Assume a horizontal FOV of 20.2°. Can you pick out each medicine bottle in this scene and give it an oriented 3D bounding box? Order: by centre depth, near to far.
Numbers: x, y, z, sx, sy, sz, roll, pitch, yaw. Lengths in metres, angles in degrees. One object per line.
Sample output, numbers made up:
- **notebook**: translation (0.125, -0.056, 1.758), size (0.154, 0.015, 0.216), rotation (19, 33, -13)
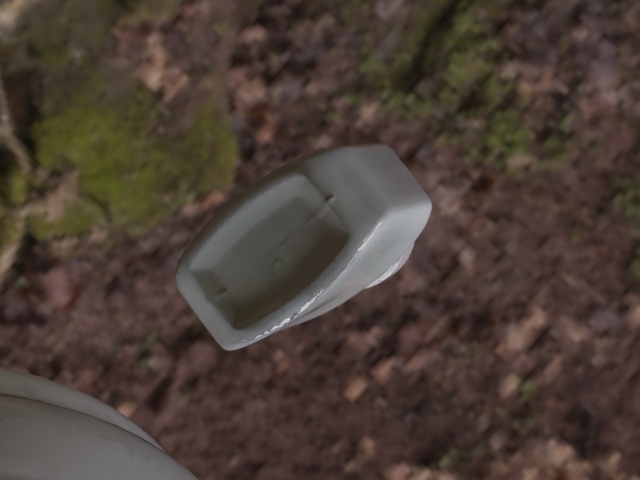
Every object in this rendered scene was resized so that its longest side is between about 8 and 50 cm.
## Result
- **medicine bottle**: translation (0.000, 0.000, 0.968), size (0.119, 0.069, 0.183), rotation (-41, 171, 15)

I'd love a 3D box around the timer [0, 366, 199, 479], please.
- **timer**: translation (-0.135, 0.126, 0.404), size (0.237, 0.087, 0.262), rotation (-5, 138, -12)
